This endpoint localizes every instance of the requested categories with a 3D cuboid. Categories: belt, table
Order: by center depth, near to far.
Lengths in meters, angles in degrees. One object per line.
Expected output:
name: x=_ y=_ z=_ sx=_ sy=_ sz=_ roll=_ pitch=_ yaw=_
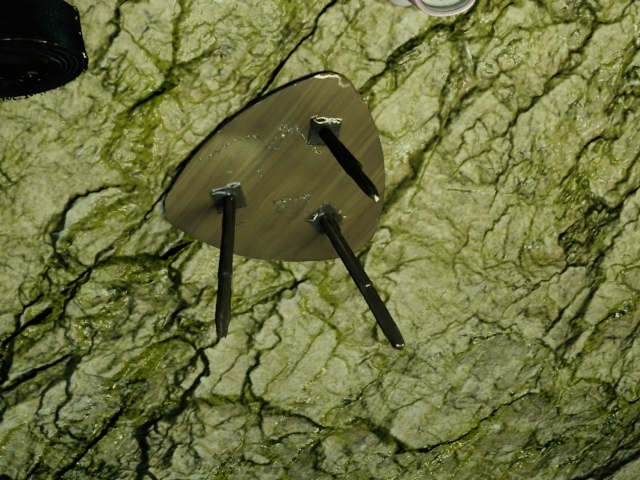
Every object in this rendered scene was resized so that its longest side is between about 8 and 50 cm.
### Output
belt: x=-0.359 y=-0.212 z=1.122 sx=0.199 sy=0.078 sz=0.151 roll=-5 pitch=163 yaw=-28
table: x=0.000 y=0.000 z=1.332 sx=0.318 sy=0.249 sz=0.317 roll=-9 pitch=130 yaw=-11

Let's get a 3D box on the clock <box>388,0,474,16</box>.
clock: x=0.131 y=-0.339 z=1.233 sx=0.110 sy=0.050 sz=0.152 roll=-16 pitch=131 yaw=-5

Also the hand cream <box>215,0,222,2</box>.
hand cream: x=-0.089 y=-0.360 z=1.149 sx=0.078 sy=0.050 sz=0.205 roll=22 pitch=123 yaw=-34
